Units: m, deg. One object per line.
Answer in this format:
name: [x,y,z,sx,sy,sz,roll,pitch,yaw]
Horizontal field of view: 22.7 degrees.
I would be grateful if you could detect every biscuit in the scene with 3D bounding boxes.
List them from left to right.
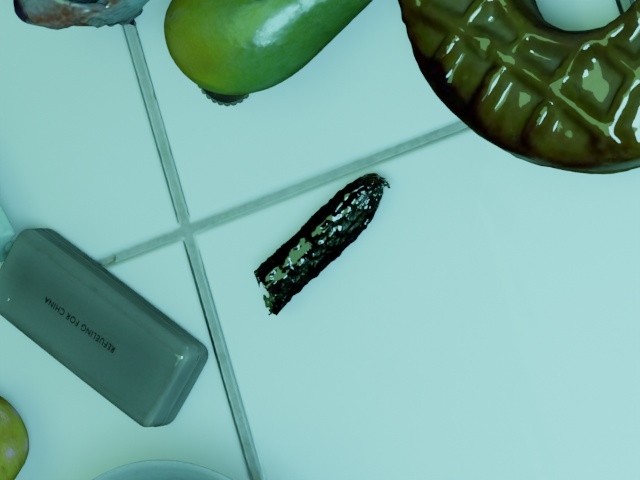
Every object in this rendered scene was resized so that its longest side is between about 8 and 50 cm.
biscuit: [0.209,-0.206,1.404,0.366,0.115,0.268,42,106,22]

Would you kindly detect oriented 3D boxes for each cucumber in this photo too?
cucumber: [0.000,0.000,1.544,0.181,0.053,0.053,-44,72,17]

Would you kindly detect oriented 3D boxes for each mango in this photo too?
mango: [-0.038,-0.238,1.519,0.251,0.114,0.156,-36,45,20]

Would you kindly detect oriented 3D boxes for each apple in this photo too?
apple: [-0.382,0.218,1.680,0.146,0.146,0.146,0,90,26]

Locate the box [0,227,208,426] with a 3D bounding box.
box: [-0.233,0.088,1.655,0.243,0.055,0.103,35,104,23]

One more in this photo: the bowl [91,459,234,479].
bowl: [-0.107,0.374,1.535,0.345,0.157,0.345,0,90,26]

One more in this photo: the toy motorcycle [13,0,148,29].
toy motorcycle: [-0.202,-0.365,1.582,0.241,0.182,0.319,21,114,3]

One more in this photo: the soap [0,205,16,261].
soap: [-0.455,-0.075,1.706,0.160,0.087,0.265,-25,75,-18]

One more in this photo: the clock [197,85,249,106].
clock: [-0.096,-0.176,1.611,0.074,0.010,0.083,-29,77,21]
